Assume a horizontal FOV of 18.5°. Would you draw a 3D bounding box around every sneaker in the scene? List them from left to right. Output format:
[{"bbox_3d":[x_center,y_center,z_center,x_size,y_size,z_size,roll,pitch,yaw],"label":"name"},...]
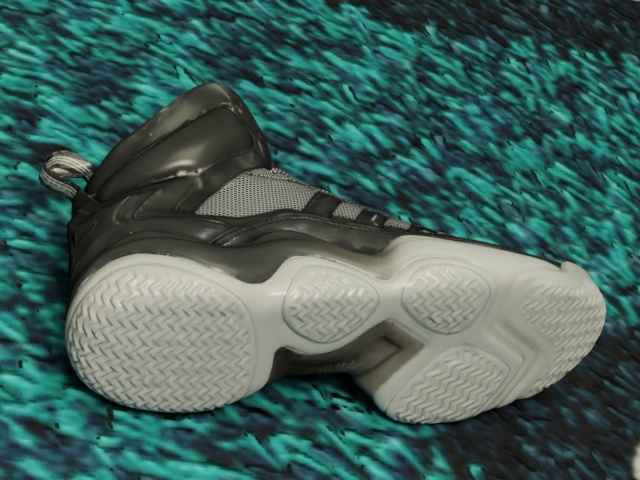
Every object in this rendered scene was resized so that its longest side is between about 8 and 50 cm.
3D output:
[{"bbox_3d":[0.000,0.000,0.925,0.268,0.101,0.153,2,42,-25],"label":"sneaker"}]
